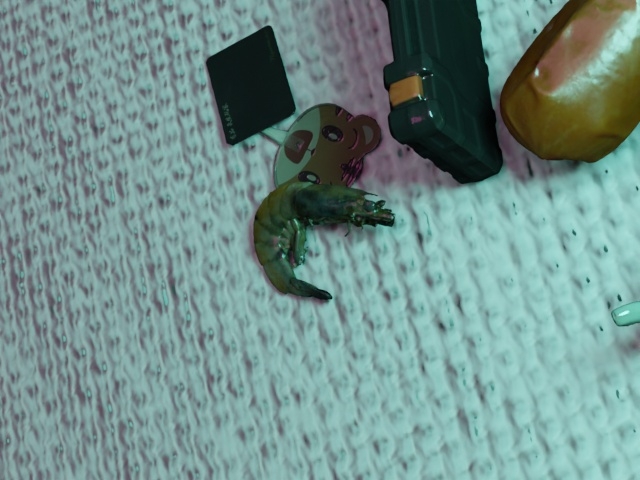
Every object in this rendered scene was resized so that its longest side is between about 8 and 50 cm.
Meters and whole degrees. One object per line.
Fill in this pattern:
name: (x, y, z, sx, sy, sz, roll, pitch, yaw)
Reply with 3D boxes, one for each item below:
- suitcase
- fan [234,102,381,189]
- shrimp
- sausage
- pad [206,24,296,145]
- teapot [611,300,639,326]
suitcase: (0.138, -0.226, 1.552, 0.066, 0.206, 0.286, -17, 67, 28)
fan: (-0.031, -0.126, 1.724, 0.226, 0.008, 0.153, 28, 90, 31)
shrimp: (0.000, 0.000, 1.647, 0.217, 0.051, 0.150, 1, 83, 37)
sausage: (0.323, -0.207, 1.479, 0.141, 0.153, 0.268, 40, 96, -10)
pad: (-0.098, -0.214, 1.782, 0.112, 0.003, 0.157, -26, 60, 17)
teapot: (0.453, 0.028, 1.353, 0.294, 0.129, 0.193, -29, 64, 18)
